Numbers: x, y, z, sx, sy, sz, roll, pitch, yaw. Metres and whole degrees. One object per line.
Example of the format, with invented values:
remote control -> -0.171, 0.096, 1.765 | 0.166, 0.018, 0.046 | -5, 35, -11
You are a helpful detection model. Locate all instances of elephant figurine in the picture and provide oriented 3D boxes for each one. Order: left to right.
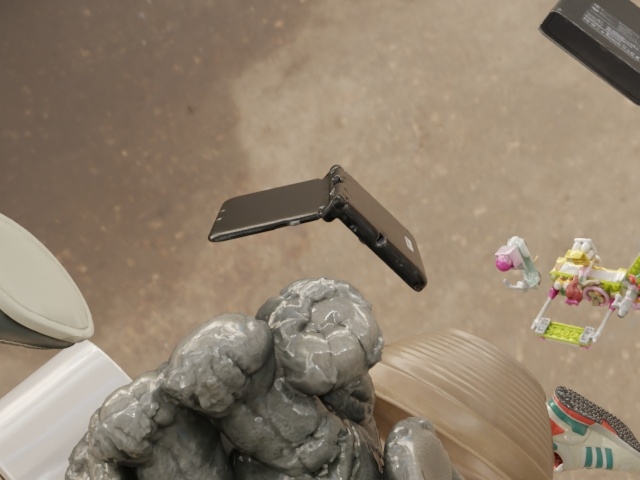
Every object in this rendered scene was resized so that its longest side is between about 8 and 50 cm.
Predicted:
elephant figurine -> 0.007, 0.152, 0.583 | 0.186, 0.169, 0.239 | -28, 76, -44

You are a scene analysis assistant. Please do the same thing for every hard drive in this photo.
hard drive -> 0.219, -0.154, 0.986 | 0.094, 0.022, 0.135 | 37, 32, 3

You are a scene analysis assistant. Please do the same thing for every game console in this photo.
game console -> 0.000, 0.000, 0.777 | 0.071, 0.107, 0.122 | -45, 8, 9

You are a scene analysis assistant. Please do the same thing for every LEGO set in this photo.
LEGO set -> 0.330, 0.054, 1.542 | 0.287, 0.132, 0.107 | -12, 35, 52

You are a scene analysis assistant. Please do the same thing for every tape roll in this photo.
tape roll -> -0.269, 0.257, 1.522 | 0.169, 0.246, 0.246 | -40, 53, -19

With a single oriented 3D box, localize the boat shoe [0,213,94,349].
boat shoe -> -0.320, 0.029, 1.082 | 0.099, 0.319, 0.116 | -37, 54, 17

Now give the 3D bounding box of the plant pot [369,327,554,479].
plant pot -> 0.137, 0.161, 1.250 | 0.237, 0.237, 0.110 | 27, 72, 33

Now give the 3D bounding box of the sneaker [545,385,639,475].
sneaker -> 0.274, 0.213, 1.369 | 0.075, 0.161, 0.057 | -47, 34, 15
